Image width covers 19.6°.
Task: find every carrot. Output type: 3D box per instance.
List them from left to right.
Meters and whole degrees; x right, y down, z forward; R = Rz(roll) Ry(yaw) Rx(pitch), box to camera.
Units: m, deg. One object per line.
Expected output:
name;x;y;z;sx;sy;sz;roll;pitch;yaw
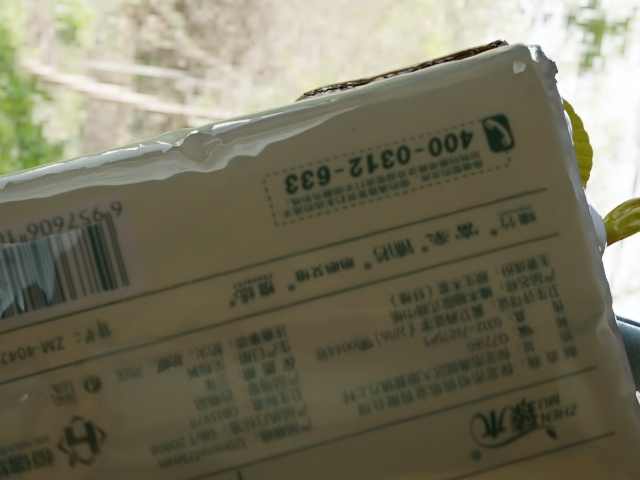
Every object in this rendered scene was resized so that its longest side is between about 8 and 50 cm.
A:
carrot;0.056;-0.094;1.252;0.055;0.161;0.055;162;-90;-89

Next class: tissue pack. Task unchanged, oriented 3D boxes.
tissue pack;-0.029;0.080;1.034;0.207;0.380;0.297;129;-52;-82

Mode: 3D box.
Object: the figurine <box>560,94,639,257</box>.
figurine;0.164;-0.049;1.423;0.178;0.130;0.109;62;-23;29

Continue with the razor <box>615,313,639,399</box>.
razor;0.170;0.100;1.496;0.232;0.106;0.068;146;-40;-69

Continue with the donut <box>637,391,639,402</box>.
donut;0.403;0.231;1.916;0.259;0.101;0.152;-121;-152;-48
